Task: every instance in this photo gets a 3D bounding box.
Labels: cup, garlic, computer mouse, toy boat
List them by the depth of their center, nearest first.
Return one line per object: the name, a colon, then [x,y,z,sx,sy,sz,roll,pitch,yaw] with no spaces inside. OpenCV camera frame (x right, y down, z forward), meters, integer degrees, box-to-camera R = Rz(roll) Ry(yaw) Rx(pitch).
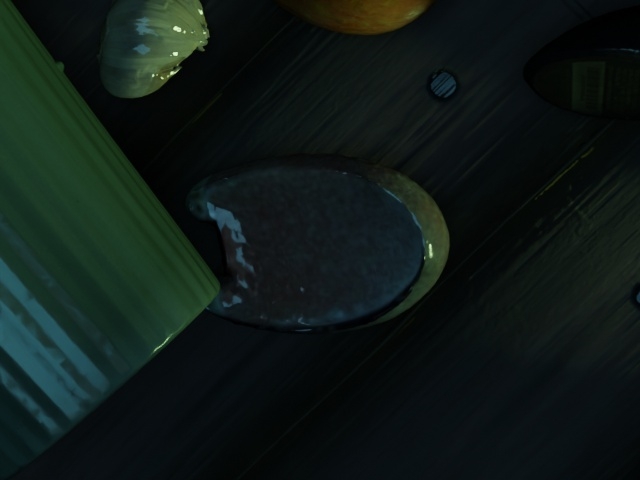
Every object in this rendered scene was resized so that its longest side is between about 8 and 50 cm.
computer mouse: [0.300,-0.145,1.529,0.264,0.147,0.088,13,76,7]
cup: [-0.318,-0.015,1.567,0.310,0.401,0.392,-42,94,-23]
garlic: [-0.146,-0.174,1.608,0.094,0.074,0.113,6,82,16]
toy boat: [0.000,0.000,1.617,0.227,0.085,0.155,-3,99,19]

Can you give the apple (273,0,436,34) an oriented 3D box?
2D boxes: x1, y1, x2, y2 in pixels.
apple: [0.048,-0.303,1.524,0.293,0.163,0.251,-44,89,11]
